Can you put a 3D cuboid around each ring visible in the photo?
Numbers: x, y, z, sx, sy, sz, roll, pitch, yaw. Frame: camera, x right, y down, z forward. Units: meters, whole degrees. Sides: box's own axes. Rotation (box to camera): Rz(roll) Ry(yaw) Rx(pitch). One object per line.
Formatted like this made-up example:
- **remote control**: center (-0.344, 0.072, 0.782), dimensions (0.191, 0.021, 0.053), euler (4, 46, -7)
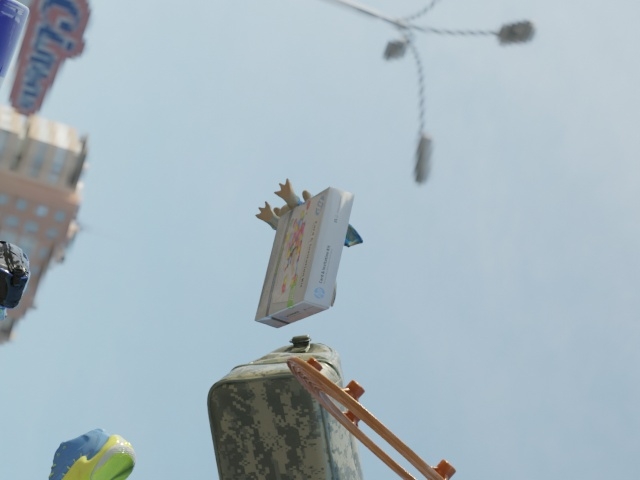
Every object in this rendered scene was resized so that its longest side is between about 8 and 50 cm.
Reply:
- **ring**: center (0.090, 0.251, 1.713), dimensions (0.032, 0.336, 0.336), euler (-47, -157, -9)

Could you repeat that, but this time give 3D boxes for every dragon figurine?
- **dragon figurine**: center (0.000, 0.000, 1.999), dimensions (0.085, 0.144, 0.289), euler (-51, -135, 8)

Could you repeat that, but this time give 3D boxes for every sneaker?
- **sneaker**: center (-0.399, 0.397, 2.207), dimensions (0.240, 0.091, 0.126), euler (-44, -142, -8)

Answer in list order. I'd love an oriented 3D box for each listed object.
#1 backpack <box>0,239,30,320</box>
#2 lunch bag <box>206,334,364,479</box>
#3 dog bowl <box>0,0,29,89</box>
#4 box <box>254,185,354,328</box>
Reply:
- **backpack**: center (-0.415, 0.041, 1.705), dimensions (0.084, 0.105, 0.114), euler (-64, -164, 12)
- **lunch bag**: center (-0.036, 0.326, 2.243), dimensions (0.256, 0.213, 0.305), euler (-30, 111, -68)
- **dog bowl**: center (-0.422, -0.230, 1.342), dimensions (0.104, 0.265, 0.265), euler (-67, -155, 2)
- **box**: center (-0.021, 0.025, 1.704), dimensions (0.186, 0.038, 0.145), euler (155, -50, -66)
